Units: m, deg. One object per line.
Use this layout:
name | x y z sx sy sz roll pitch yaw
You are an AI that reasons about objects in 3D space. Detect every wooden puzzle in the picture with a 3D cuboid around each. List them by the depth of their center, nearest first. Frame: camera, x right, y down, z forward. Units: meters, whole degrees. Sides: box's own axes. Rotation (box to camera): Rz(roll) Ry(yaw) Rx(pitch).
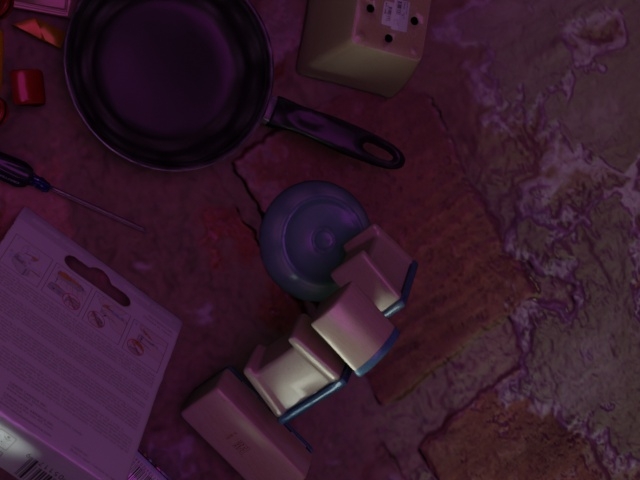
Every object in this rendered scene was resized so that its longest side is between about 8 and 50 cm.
wooden puzzle | -0.253 -0.237 1.052 0.078 0.014 0.116 15 83 -24

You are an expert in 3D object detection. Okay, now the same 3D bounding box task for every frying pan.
frying pan | -0.079 -0.162 1.094 0.326 0.053 0.197 -2 89 -23

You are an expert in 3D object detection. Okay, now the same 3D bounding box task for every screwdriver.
screwdriver | -0.233 -0.039 1.051 0.170 0.024 0.025 30 107 -24

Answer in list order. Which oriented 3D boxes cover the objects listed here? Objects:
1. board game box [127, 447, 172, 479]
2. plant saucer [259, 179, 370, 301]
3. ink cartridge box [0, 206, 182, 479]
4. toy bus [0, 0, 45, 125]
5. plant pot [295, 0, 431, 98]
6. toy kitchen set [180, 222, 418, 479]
board game box | -0.184 0.386 1.025 0.318 0.066 0.319 -45 103 -16
plant saucer | 0.000 0.000 1.133 0.119 0.021 0.119 1 87 -20
ink cartridge box | -0.224 0.098 0.980 0.189 0.232 0.066 39 114 -16
toy bus | -0.328 -0.165 0.969 0.202 0.104 0.191 -65 144 -53
plant pot | 0.050 -0.208 1.120 0.109 0.096 0.109 12 84 -19
toy kitchen set | 0.002 0.111 1.096 0.207 0.166 0.122 -35 104 27
